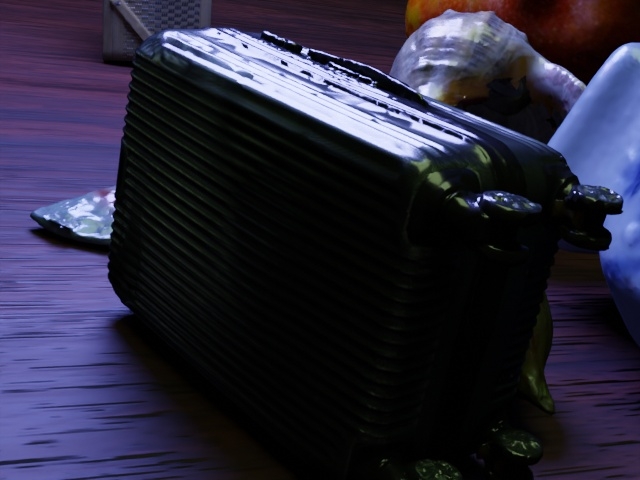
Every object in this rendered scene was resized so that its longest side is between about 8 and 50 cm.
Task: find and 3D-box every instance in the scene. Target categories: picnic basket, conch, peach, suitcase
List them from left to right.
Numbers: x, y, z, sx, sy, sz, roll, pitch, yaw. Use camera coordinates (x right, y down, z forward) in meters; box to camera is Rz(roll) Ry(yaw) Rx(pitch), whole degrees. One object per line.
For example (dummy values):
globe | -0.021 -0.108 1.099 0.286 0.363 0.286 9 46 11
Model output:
picnic basket | -0.213 -0.367 1.341 0.139 0.266 0.165 3 24 -8
suitcase | 0.000 0.000 0.578 0.128 0.202 0.312 -7 28 -40
conch | 0.146 -0.096 0.981 0.210 0.159 0.291 24 66 15
peach | 0.278 -0.249 1.208 0.373 0.290 0.372 43 -7 6

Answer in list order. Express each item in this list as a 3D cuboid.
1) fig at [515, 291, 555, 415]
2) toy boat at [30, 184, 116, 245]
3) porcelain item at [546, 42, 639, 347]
fig | 0.101 0.051 0.646 0.109 0.103 0.154 24 23 -41
toy boat | -0.088 -0.040 0.828 0.282 0.096 0.206 -20 48 -39
porcelain item | 0.324 0.010 0.668 0.179 0.242 0.405 28 11 -34
